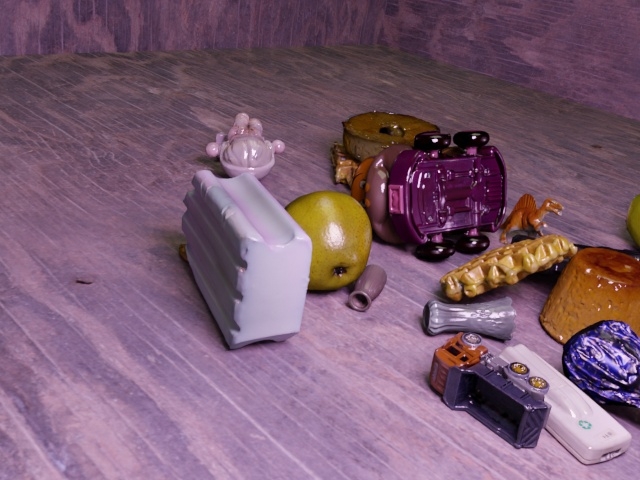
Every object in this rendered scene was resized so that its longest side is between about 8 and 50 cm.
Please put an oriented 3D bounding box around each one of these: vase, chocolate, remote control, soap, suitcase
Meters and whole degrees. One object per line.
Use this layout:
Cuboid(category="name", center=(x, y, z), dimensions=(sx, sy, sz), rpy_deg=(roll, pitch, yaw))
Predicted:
Cuboid(category="vase", center=(0.255, 0.134, 1.237), dimensions=(0.149, 0.081, 0.081), rpy_deg=(2, 25, -6))
Cuboid(category="chocolate", center=(0.501, 0.256, 1.013), dimensions=(0.148, 0.126, 0.343), rpy_deg=(47, 4, -38))
Cuboid(category="remote control", center=(0.357, 0.239, 1.072), dimensions=(0.090, 0.049, 0.230), rpy_deg=(-7, 30, -25))
Cuboid(category="soap", center=(-0.140, 0.013, 1.206), dimensions=(0.115, 0.208, 0.347), rpy_deg=(-2, 26, -25))
Cuboid(category="vase", center=(0.086, 0.088, 1.304), dimensions=(0.053, 0.053, 0.100), rpy_deg=(15, 30, 14))
Cuboid(category="suitcase", center=(0.554, 0.043, 1.469), dimensions=(0.286, 0.066, 0.206), rpy_deg=(8, 5, -1))

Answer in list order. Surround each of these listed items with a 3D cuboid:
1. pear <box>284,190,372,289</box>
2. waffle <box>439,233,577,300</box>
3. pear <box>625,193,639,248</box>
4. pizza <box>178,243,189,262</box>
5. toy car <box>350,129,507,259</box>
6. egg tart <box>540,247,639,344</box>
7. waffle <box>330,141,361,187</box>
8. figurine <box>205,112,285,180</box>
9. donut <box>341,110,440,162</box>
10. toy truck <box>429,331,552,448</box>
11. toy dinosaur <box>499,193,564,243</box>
Cuboid(category="pear", center=(0.000, -0.001, 1.308), dimensions=(0.198, 0.198, 0.198), rpy_deg=(7, 25, -3))
Cuboid(category="waffle", center=(0.328, 0.051, 1.300), dimensions=(0.219, 0.057, 0.229), rpy_deg=(-21, -1, -24))
Cuboid(category="pear", center=(0.837, -0.032, 1.645), dimensions=(0.188, 0.187, 0.220), rpy_deg=(-13, 26, -39))
Cuboid(category="pizza", center=(-0.255, 0.023, 1.372), dimensions=(0.037, 0.016, 0.083), rpy_deg=(2, 23, -28))
Cuboid(category="toy car", center=(0.235, -0.105, 1.575), dimensions=(0.341, 0.271, 0.240), rpy_deg=(-6, 8, -35))
Cuboid(category="egg tart", center=(0.516, 0.109, 1.286), dimensions=(0.203, 0.147, 0.202), rpy_deg=(8, 27, -4))
Cuboid(category="waffle", center=(0.125, -0.202, 1.923), dimensions=(0.309, 0.065, 0.283), rpy_deg=(27, 30, 37))
Cuboid(category="figurine", center=(-0.196, -0.220, 1.791), dimensions=(0.182, 0.144, 0.256), rpy_deg=(24, 19, -16))
Cuboid(category="donut", center=(0.181, -0.258, 1.885), dimensions=(0.272, 0.107, 0.272), rpy_deg=(6, 26, -3))
Cuboid(category="toy truck", center=(0.249, 0.217, 1.043), dimensions=(0.092, 0.083, 0.192), rpy_deg=(-18, 37, -36))
Cuboid(category="toy dinosaur", center=(0.460, -0.053, 1.621), dimensions=(0.057, 0.142, 0.212), rpy_deg=(-3, 25, -27))
